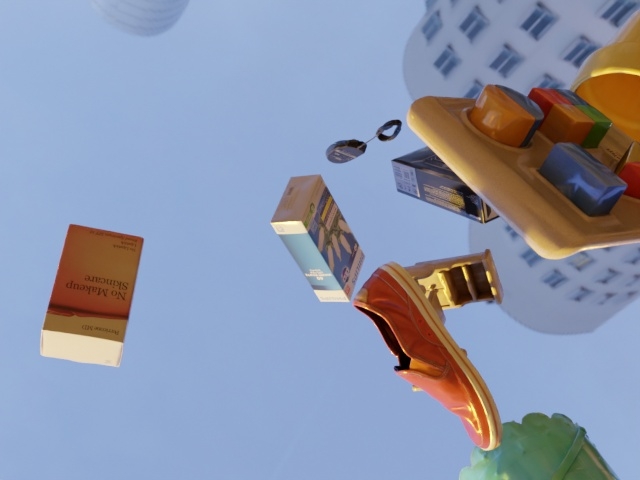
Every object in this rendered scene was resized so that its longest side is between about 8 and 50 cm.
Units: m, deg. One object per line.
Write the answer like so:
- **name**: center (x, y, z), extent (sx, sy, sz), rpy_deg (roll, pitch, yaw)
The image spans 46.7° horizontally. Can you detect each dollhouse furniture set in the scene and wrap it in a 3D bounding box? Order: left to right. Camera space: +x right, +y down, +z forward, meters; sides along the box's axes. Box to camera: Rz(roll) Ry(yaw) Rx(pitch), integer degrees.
- **dollhouse furniture set**: center (0.244, 0.133, 1.425), extent (0.212, 0.161, 0.242), rpy_deg (67, -150, -22)

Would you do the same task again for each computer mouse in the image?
- **computer mouse**: center (0.097, -0.233, 1.695), extent (0.071, 0.242, 0.041), rpy_deg (18, -116, -37)

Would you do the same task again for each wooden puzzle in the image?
- **wooden puzzle**: center (0.341, -0.121, 1.016), extent (0.348, 0.080, 0.322), rpy_deg (-10, -134, -33)

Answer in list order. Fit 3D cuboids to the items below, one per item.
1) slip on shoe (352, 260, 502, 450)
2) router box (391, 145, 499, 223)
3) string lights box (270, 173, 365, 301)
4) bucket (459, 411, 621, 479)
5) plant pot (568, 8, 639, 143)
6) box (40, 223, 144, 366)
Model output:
- **slip on shoe**: center (0.165, 0.191, 1.153), extent (0.101, 0.123, 0.331), rpy_deg (-35, -89, -13)
- **router box**: center (0.334, -0.147, 1.557), extent (0.243, 0.309, 0.080), rpy_deg (-23, -65, -20)
- **string lights box**: center (0.000, 0.000, 1.555), extent (0.259, 0.077, 0.133), rpy_deg (59, -140, -40)
- **bucket**: center (0.391, 0.457, 1.271), extent (0.281, 0.281, 0.183), rpy_deg (12, -163, -22)
- **plant pot**: center (0.663, -0.336, 1.504), extent (0.254, 0.254, 0.239), rpy_deg (35, -112, -6)
- **box**: center (-0.435, 0.105, 1.421), extent (0.149, 0.126, 0.232), rpy_deg (11, -124, -14)
